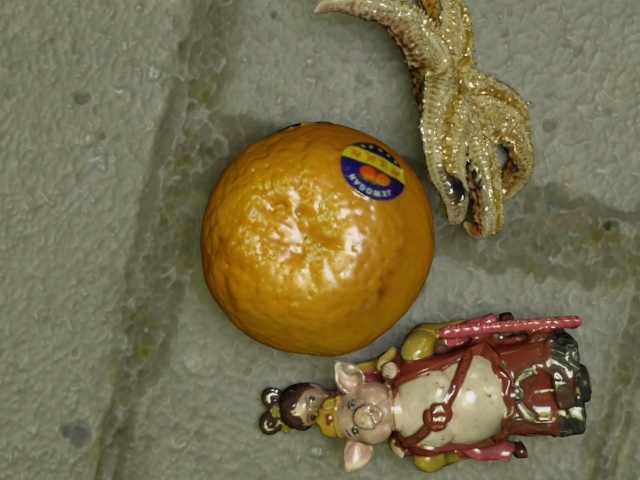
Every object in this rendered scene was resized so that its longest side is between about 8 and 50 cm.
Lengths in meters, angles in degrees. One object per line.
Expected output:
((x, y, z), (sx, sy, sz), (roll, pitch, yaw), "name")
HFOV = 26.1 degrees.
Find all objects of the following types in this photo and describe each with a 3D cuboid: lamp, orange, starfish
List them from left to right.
((-0.002, -0.001, 1.037), (0.177, 0.155, 0.178), (0, 84, -3), "orange")
((0.078, 0.121, 1.065), (0.253, 0.118, 0.118), (-5, 92, -3), "lamp")
((0.091, -0.121, 1.053), (0.071, 0.216, 0.238), (-28, 58, 28), "starfish")
